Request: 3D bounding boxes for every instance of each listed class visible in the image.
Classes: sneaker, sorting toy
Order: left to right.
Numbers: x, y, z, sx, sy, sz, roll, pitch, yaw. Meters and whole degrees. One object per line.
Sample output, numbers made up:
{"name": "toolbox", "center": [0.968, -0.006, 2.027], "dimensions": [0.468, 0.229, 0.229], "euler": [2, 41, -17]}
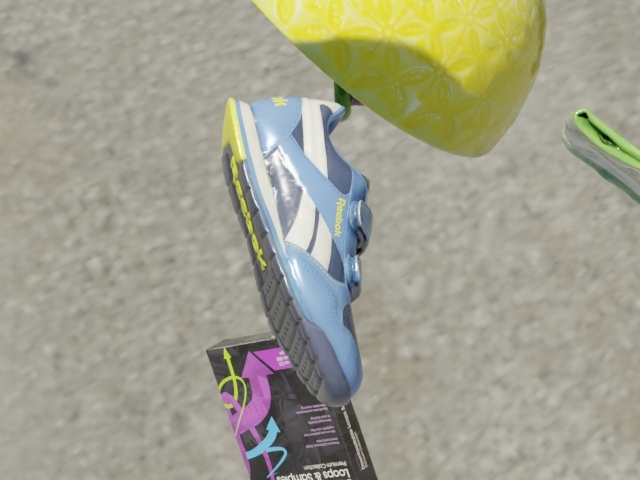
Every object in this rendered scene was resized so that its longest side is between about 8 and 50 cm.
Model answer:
{"name": "sneaker", "center": [0.000, 0.000, 0.813], "dimensions": [0.053, 0.059, 0.144], "euler": [125, 131, -68]}
{"name": "sorting toy", "center": [0.032, -0.143, 1.521], "dimensions": [0.042, 0.102, 0.061], "euler": [-2, 138, 3]}

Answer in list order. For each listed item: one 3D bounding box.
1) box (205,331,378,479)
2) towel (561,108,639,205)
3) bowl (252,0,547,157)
{"name": "box", "center": [-0.020, 0.151, 1.502], "dimensions": [0.116, 0.029, 0.162], "euler": [-13, 100, 41]}
{"name": "towel", "center": [0.201, -0.042, 1.207], "dimensions": [0.113, 0.152, 0.023], "euler": [37, 94, 5]}
{"name": "bowl", "center": [0.070, -0.213, 1.353], "dimensions": [0.289, 0.289, 0.156], "euler": [48, 112, 10]}
